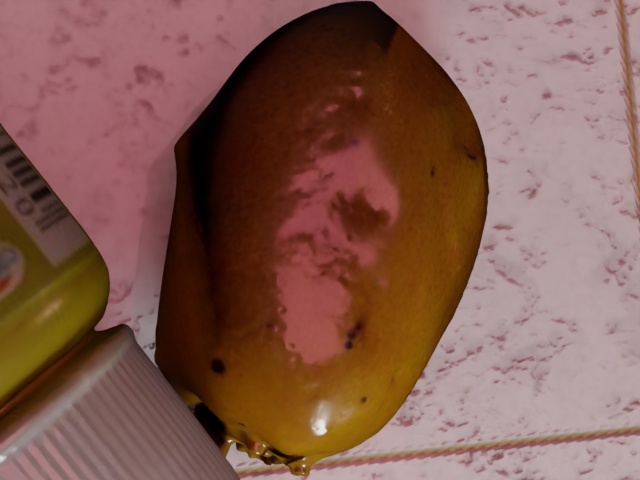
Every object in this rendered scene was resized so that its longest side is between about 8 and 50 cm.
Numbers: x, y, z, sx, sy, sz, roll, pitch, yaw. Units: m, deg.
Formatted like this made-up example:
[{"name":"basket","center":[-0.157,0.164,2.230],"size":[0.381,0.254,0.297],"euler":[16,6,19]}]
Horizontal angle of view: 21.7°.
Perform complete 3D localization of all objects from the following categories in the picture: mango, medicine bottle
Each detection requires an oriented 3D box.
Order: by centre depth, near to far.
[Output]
[{"name":"medicine bottle","center":[-0.232,0.045,0.934],"size":[0.224,0.224,0.384],"euler":[-39,95,-13]},{"name":"mango","center":[0.000,0.000,1.031],"size":[0.201,0.152,0.287],"euler":[13,80,-3]}]
